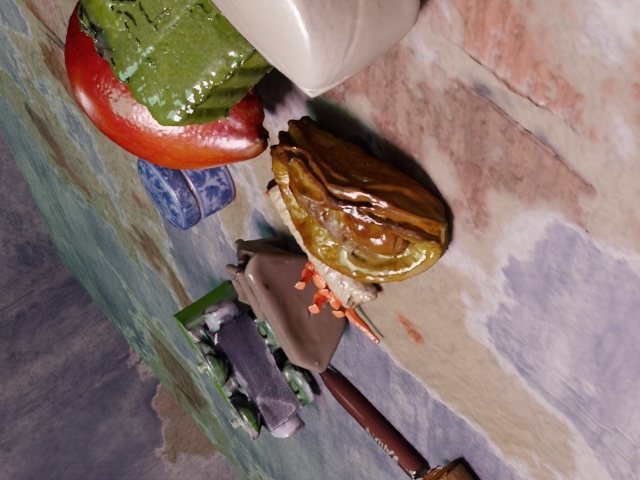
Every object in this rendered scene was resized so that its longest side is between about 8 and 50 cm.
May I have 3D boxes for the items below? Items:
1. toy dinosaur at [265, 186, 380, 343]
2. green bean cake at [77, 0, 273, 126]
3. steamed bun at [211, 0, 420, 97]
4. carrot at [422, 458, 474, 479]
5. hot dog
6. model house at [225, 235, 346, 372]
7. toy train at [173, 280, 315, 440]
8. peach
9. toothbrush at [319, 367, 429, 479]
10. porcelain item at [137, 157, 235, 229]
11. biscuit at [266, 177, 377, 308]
[{"bbox_3d":[-0.002,0.045,1.512,0.055,0.101,0.279,-22,113,26],"label":"toy dinosaur"},{"bbox_3d":[-0.135,-0.249,1.128,0.200,0.214,0.113,53,-159,9],"label":"green bean cake"},{"bbox_3d":[-0.027,-0.266,0.940,0.241,0.146,0.164,49,163,22],"label":"steamed bun"},{"bbox_3d":[0.253,0.445,1.562,0.263,0.102,0.102,48,160,4],"label":"carrot"},{"bbox_3d":[0.032,-0.040,1.223,0.259,0.114,0.175,37,153,43],"label":"hot dog"},{"bbox_3d":[-0.063,0.084,1.638,0.188,0.122,0.229,24,147,60],"label":"model house"},{"bbox_3d":[-0.149,0.239,2.027,0.307,0.173,0.249,61,166,-18],"label":"toy train"},{"bbox_3d":[-0.209,-0.198,1.337,0.361,0.201,0.257,55,163,39],"label":"peach"},{"bbox_3d":[0.053,0.276,1.803,0.364,0.041,0.041,43,158,31],"label":"toothbrush"},{"bbox_3d":[-0.226,-0.099,1.731,0.147,0.114,0.147,45,157,25],"label":"porcelain item"},{"bbox_3d":[0.000,0.000,1.452,0.219,0.055,0.061,55,150,0],"label":"biscuit"}]
